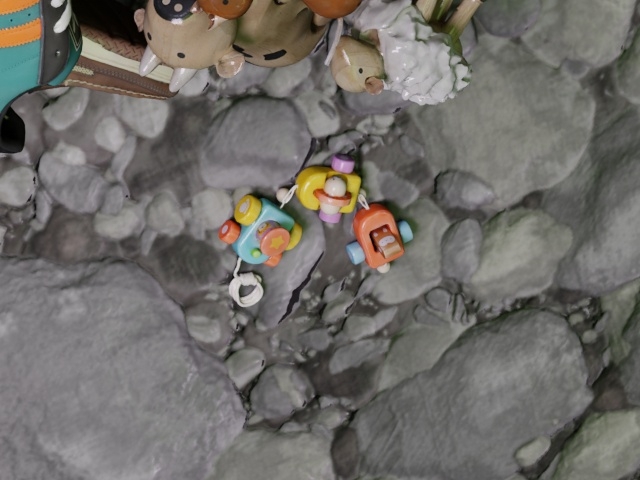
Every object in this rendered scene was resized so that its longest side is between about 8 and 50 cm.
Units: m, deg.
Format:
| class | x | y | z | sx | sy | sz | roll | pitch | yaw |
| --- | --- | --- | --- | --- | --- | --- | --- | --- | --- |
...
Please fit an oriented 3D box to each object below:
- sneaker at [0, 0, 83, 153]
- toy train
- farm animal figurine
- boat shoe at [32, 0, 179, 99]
| class | x | y | z | sx | sy | sz | roll | pitch | yaw |
| --- | --- | --- | --- | --- | --- | --- | --- | --- | --- |
| sneaker | -0.203 | -0.179 | 1.222 | 0.121 | 0.108 | 0.302 | 18 | 131 | -18 |
| toy train | 0.000 | 0.000 | 1.546 | 0.166 | 0.046 | 0.125 | -21 | 120 | -13 |
| farm animal figurine | -0.084 | -0.197 | 1.318 | 0.172 | 0.330 | 0.327 | -59 | 149 | 8 |
| boat shoe | -0.226 | -0.146 | 1.360 | 0.257 | 0.095 | 0.095 | 20 | 114 | -20 |
